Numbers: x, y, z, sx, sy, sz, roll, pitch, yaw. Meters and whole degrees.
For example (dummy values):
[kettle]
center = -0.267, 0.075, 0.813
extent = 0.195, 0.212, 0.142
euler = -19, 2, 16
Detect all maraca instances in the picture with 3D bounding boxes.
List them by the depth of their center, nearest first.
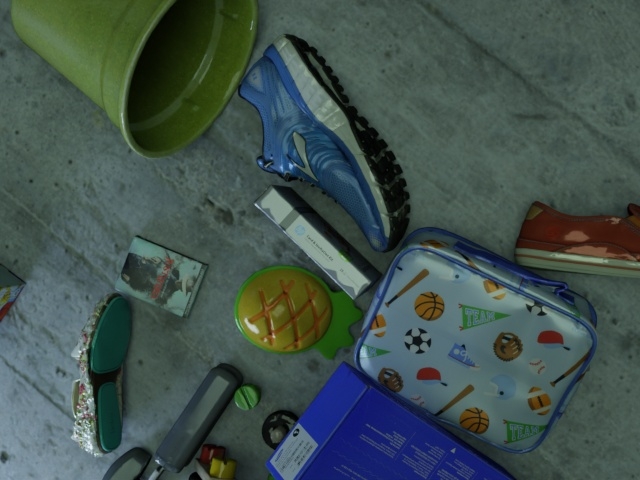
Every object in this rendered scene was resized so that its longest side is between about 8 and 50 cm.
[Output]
[maraca]
center = -0.031, 0.103, 1.371
extent = 0.186, 0.099, 0.127
euler = 16, 100, -18

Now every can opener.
[can opener]
center = -0.226, 0.289, 1.410
extent = 0.095, 0.076, 0.283
euler = 34, 94, 6

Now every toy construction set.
[toy construction set]
center = -0.106, 0.399, 1.313
extent = 0.257, 0.237, 0.309
euler = 37, 96, 6

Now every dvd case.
[dvd case]
center = -0.235, 0.054, 1.438
extent = 0.119, 0.013, 0.087
euler = 22, 94, 6

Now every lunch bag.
[lunch bag]
center = 0.213, 0.128, 1.302
extent = 0.303, 0.115, 0.243
euler = 25, 109, 6

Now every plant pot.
[plant pot]
center = -0.268, -0.291, 1.332
extent = 0.254, 0.276, 0.276
euler = 31, 95, 19

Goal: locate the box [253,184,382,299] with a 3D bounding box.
[box]
center = 0.000, 0.000, 1.336
extent = 0.186, 0.145, 0.038
euler = 45, 98, 6

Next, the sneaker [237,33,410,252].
[sneaker]
center = 0.002, -0.118, 1.360
extent = 0.147, 0.130, 0.330
euler = -36, 83, 22

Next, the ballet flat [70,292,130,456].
[ballet flat]
center = -0.331, 0.194, 1.423
extent = 0.077, 0.091, 0.240
euler = 3, 88, 30

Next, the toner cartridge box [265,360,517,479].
[toner cartridge box]
center = 0.110, 0.309, 1.257
extent = 0.348, 0.075, 0.165
euler = 38, 91, -32

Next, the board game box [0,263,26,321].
[board game box]
center = -0.587, 0.137, 1.426
extent = 0.144, 0.142, 0.275
euler = 36, 95, 6

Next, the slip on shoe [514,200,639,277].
[slip on shoe]
center = 0.427, 0.001, 1.293
extent = 0.331, 0.123, 0.101
euler = 5, 88, 13
